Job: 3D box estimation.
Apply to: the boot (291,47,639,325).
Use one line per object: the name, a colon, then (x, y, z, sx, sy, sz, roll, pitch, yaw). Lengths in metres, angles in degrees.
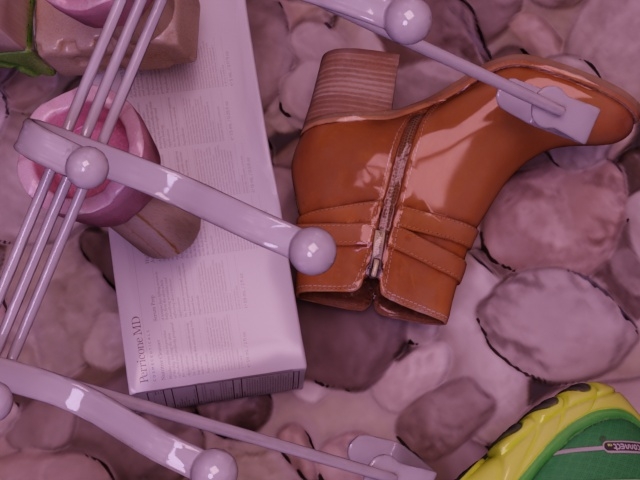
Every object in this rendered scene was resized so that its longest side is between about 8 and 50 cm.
boot: (0.081, -0.026, 1.007, 0.197, 0.073, 0.152, 4, 71, 10)

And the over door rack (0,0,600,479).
over door rack: (0.000, 0.000, 0.835, 0.108, 0.324, 0.239, 29, 97, 45)

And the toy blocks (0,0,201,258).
toy blocks: (-0.219, -0.159, 0.888, 0.288, 0.260, 0.309, -2, 72, 16)

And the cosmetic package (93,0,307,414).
cosmetic package: (-0.075, -0.029, 0.998, 0.098, 0.060, 0.239, -7, 73, -6)

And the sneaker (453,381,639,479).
sneaker: (0.082, 0.200, 0.914, 0.123, 0.109, 0.295, 43, 74, 13)
